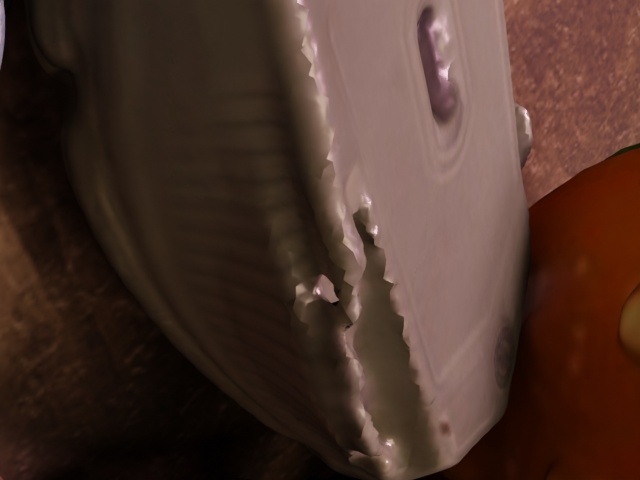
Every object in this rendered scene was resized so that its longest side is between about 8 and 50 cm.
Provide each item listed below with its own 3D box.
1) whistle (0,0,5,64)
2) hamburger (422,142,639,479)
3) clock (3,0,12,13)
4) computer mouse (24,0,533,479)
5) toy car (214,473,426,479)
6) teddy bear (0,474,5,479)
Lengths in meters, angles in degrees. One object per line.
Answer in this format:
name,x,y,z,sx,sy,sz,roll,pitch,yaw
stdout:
whistle,-0.145,-0.095,0.288,0.180,0.093,0.269,14,103,-48
hamburger,0.236,0.122,0.605,0.277,0.395,0.396,-2,109,-41
clock,-0.171,-0.121,0.342,0.215,0.042,0.215,-29,130,-42
computer mouse,-0.017,-0.081,0.474,0.228,0.145,0.429,-55,140,-45
toy car,-0.047,0.256,0.546,0.341,0.240,0.271,100,-12,-48
teddy bear,-0.186,0.133,0.397,0.177,0.140,0.190,43,80,-9
